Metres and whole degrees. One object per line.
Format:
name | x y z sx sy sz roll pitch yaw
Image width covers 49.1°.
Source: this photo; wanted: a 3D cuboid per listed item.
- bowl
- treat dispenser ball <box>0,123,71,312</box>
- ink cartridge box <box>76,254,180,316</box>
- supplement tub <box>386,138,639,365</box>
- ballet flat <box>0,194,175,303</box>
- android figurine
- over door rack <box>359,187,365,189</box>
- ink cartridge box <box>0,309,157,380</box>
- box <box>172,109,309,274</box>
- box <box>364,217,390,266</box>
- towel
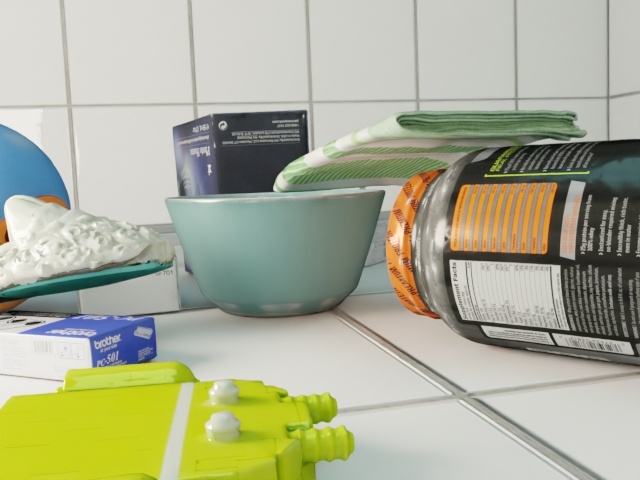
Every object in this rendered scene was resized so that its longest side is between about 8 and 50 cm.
bowl | -0.060 0.013 0.998 0.311 0.163 0.311 -3 6 0
treat dispenser ball | -0.504 -0.031 0.995 0.288 0.288 0.288 -2 5 0
ink cartridge box | -0.286 0.058 1.048 0.139 0.082 0.190 -4 7 -14
supplement tub | 0.246 0.009 0.674 0.337 0.207 0.207 3 8 41
ballet flat | -0.382 0.019 0.811 0.408 0.147 0.147 -15 6 -2
android figurine | -0.118 0.126 0.414 0.272 0.056 0.248 -5 5 -5
over door rack | 0.124 -0.060 1.617 0.239 0.108 0.324 1 -28 30
ink cartridge box | -0.282 0.106 0.726 0.207 0.046 0.097 0 6 25
box | -0.147 -0.077 1.283 0.182 0.294 0.296 -7 7 -23
box | 0.000 0.000 1.506 0.289 0.087 0.169 0 6 30
towel | 0.107 -0.099 0.830 0.247 0.038 0.324 -5 -2 -26
